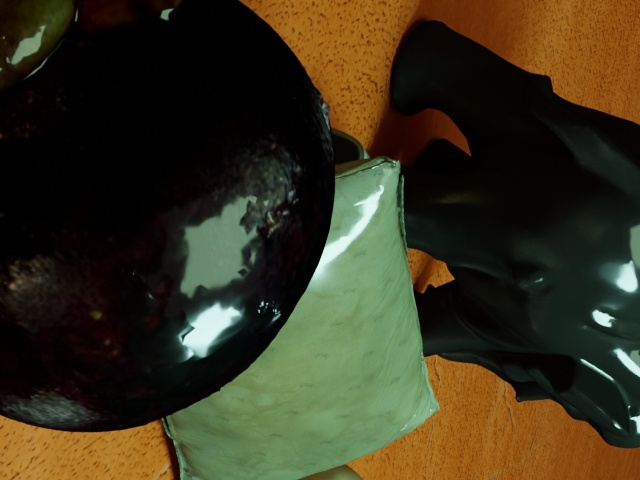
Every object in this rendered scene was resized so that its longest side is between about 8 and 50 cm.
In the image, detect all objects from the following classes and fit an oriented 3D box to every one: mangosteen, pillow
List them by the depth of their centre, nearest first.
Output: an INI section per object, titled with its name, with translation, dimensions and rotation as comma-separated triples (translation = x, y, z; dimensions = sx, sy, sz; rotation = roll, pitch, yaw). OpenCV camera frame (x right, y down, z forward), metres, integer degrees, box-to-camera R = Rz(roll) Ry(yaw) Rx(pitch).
[mangosteen]
translation = -0.109, -0.044, 0.699
dimensions = 0.211, 0.211, 0.250
rotation = -53, 122, -34
[pillow]
translation = -0.025, 0.064, 1.034
dimensions = 0.185, 0.075, 0.302
rotation = -18, 145, -3

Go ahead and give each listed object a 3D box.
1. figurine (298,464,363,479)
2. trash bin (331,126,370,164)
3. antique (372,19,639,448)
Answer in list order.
[figurine]
translation = -0.010, 0.230, 1.257
dimensions = 0.196, 0.108, 0.114
rotation = 83, 15, -56
[trash bin]
translation = 0.000, 0.000, 1.133
dimensions = 0.116, 0.059, 0.130
rotation = -60, 158, -12
[antique]
translation = 0.162, 0.016, 1.270
dimensions = 0.185, 0.255, 0.322
rotation = -56, 157, -33
